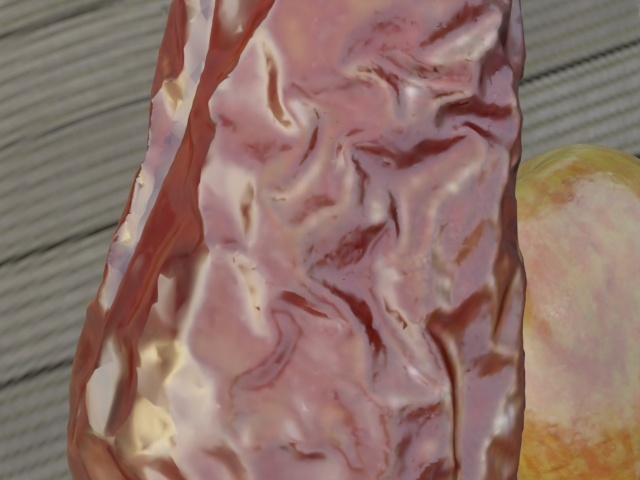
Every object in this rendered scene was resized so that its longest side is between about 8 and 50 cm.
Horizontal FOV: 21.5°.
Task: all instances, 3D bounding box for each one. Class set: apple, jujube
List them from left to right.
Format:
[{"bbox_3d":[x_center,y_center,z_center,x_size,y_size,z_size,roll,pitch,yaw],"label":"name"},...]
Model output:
[{"bbox_3d":[0.000,0.000,0.733,0.216,0.216,0.342,10,95,3],"label":"jujube"},{"bbox_3d":[0.169,0.067,1.202,0.264,0.264,0.264,0,73,0],"label":"apple"}]
